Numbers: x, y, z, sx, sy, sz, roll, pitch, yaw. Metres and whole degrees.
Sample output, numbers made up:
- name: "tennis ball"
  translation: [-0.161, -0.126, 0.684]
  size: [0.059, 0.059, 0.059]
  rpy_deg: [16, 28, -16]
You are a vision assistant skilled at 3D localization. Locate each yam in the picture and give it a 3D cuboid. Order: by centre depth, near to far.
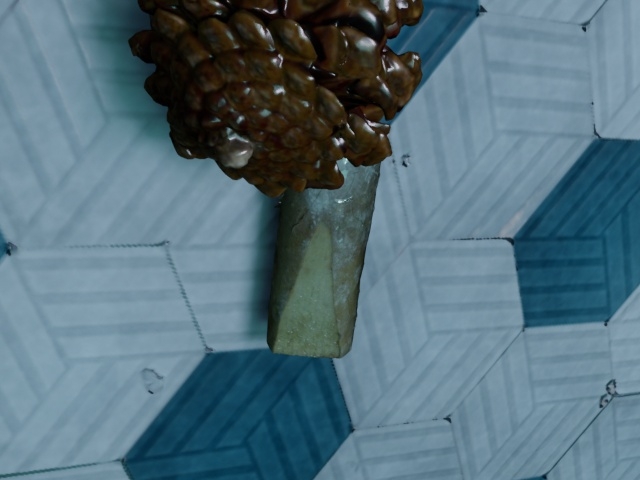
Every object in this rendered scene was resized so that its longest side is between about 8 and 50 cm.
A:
- name: "yam"
  translation: [0.000, 0.000, 0.630]
  size: [0.068, 0.068, 0.169]
  rpy_deg: [-5, 117, -26]

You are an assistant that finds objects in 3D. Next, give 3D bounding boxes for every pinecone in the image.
- name: "pinecone"
  translation: [-0.014, -0.109, 0.515]
  size: [0.174, 0.173, 0.173]
  rpy_deg: [-13, 121, -22]
